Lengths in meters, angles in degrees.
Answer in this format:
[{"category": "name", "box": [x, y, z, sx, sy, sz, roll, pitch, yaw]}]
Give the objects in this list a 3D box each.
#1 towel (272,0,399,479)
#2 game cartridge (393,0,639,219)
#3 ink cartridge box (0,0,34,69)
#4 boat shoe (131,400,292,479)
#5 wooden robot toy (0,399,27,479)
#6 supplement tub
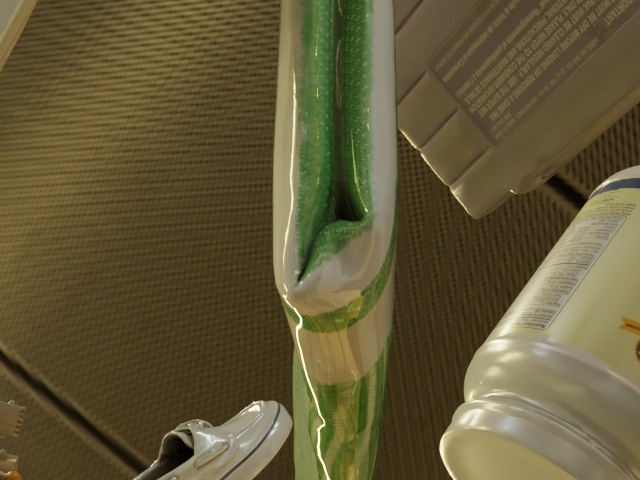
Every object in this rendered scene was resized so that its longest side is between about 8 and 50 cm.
[{"category": "towel", "box": [0.000, 0.000, 0.532, 0.038, 0.247, 0.325, 0, -32, -2]}, {"category": "game cartridge", "box": [0.139, -0.177, 0.960, 0.230, 0.068, 0.355, 48, -34, 3]}, {"category": "ink cartridge box", "box": [-0.239, -0.155, 0.931, 0.078, 0.134, 0.231, 28, -22, -12]}, {"category": "boat shoe", "box": [-0.134, 0.237, 1.489, 0.096, 0.267, 0.088, -18, -74, 50]}, {"category": "wooden robot toy", "box": [-0.268, 0.229, 1.205, 0.079, 0.173, 0.076, 13, -27, -5]}, {"category": "supplement tub", "box": [0.278, 0.114, 1.265, 0.235, 0.325, 0.235, 31, -26, 17]}]
